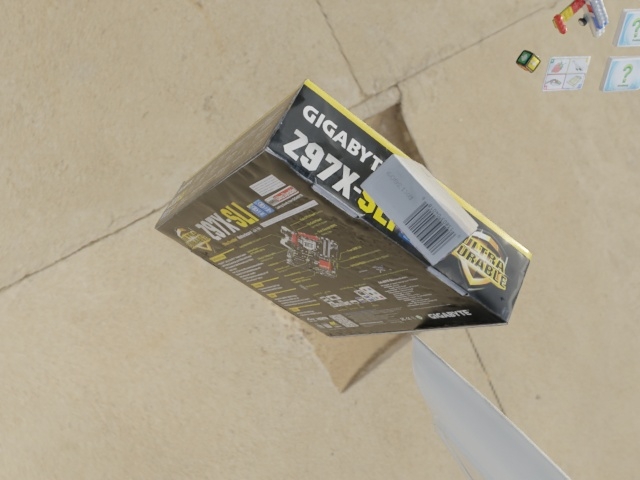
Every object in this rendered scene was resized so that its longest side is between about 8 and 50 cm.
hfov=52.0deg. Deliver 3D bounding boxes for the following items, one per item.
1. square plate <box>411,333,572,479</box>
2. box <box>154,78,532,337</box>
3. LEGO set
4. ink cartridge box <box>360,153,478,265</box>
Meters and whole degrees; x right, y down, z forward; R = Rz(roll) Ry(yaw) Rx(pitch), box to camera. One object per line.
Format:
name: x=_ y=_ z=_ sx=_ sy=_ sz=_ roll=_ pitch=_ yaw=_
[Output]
square plate: x=0.226 y=0.288 z=0.625 sx=0.049 sy=0.347 sz=0.344 roll=-38 pitch=127 yaw=-6
box: x=0.000 y=0.000 z=0.652 sx=0.257 sy=0.322 sz=0.079 roll=36 pitch=66 yaw=-17
LEGO set: x=0.383 y=-0.283 z=0.887 sx=0.244 sy=0.060 sz=0.182 roll=-8 pitch=122 yaw=-23
ink cartridge box: x=0.067 y=-0.020 z=0.415 sx=0.029 sy=0.115 sz=0.063 roll=-43 pitch=81 yaw=14
